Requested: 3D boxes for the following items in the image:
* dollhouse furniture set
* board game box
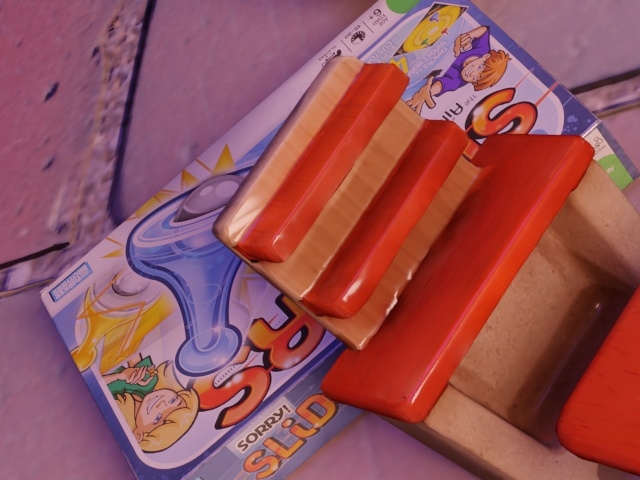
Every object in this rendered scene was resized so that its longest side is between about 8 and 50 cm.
[{"bbox_3d":[0.092,0.023,0.470,0.262,0.135,0.259,-56,27,-14],"label":"dollhouse furniture set"},{"bbox_3d":[0.000,0.000,0.685,0.201,0.035,0.136,-41,41,2],"label":"board game box"}]
